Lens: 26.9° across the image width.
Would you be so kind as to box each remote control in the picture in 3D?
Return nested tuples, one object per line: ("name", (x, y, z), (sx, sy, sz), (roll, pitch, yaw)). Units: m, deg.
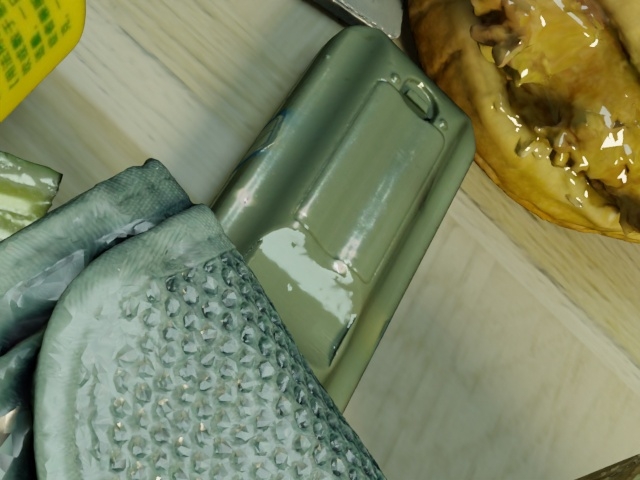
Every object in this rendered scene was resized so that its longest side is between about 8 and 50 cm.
("remote control", (0.000, 0.000, 0.790), (0.128, 0.065, 0.335), (44, 47, -14))

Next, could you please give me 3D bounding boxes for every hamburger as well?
("hamburger", (0.232, -0.142, 0.925), (0.445, 0.268, 0.287), (46, 51, -16))

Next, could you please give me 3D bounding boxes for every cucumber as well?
("cucumber", (-0.189, -0.018, 0.668), (0.107, 0.035, 0.067), (20, 61, -20))

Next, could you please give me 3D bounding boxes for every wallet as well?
("wallet", (-0.069, 0.150, 0.610), (0.237, 0.075, 0.342), (-33, 88, -27))

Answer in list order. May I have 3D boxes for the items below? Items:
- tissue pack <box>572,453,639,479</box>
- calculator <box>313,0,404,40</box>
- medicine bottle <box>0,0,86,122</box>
("tissue pack", (0.174, 0.249, 0.727), (0.125, 0.159, 0.234), (-35, 90, -44))
("calculator", (0.009, -0.272, 0.979), (0.161, 0.021, 0.262), (28, 52, -25))
("medicine bottle", (-0.222, -0.049, 0.596), (0.309, 0.076, 0.111), (-53, 128, -31))
